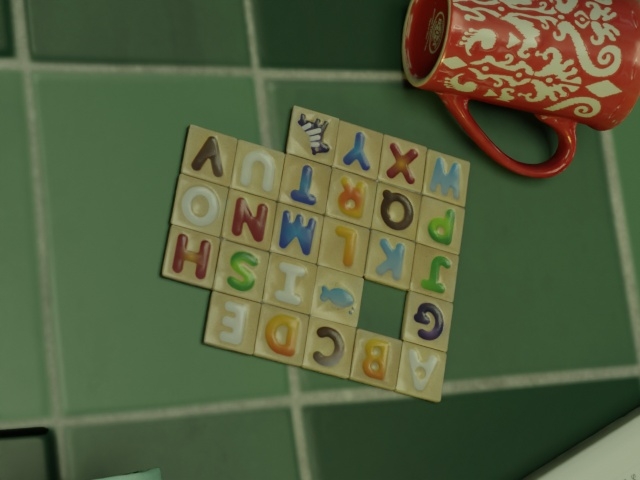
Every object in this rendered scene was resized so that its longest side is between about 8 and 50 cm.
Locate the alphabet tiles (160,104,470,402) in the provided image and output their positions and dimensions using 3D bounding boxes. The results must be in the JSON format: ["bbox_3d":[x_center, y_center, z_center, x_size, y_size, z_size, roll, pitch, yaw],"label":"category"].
[{"bbox_3d":[0.000,0.000,1.132,0.237,0.009,0.198,16,71,-22],"label":"alphabet tiles"}]

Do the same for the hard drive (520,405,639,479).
[{"bbox_3d":[0.187,0.296,1.129,0.353,0.047,0.233,-26,90,-29],"label":"hard drive"}]

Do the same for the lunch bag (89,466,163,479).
[{"bbox_3d":[-0.181,0.258,0.891,0.262,0.160,0.223,-4,78,-46],"label":"lunch bag"}]

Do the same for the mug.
[{"bbox_3d":[0.159,-0.137,1.187,0.169,0.113,0.150,8,73,-21],"label":"mug"}]
